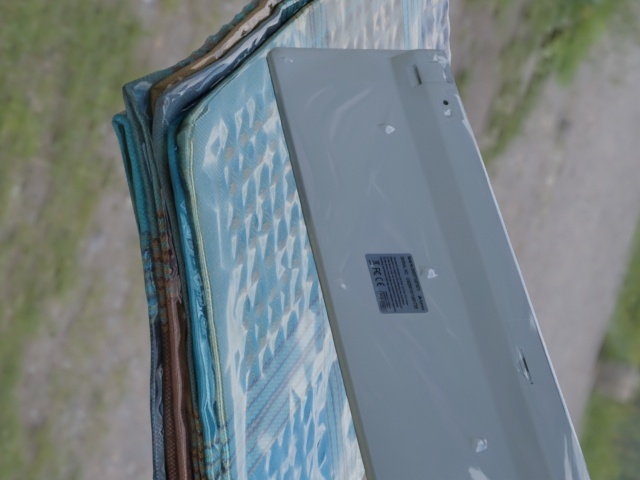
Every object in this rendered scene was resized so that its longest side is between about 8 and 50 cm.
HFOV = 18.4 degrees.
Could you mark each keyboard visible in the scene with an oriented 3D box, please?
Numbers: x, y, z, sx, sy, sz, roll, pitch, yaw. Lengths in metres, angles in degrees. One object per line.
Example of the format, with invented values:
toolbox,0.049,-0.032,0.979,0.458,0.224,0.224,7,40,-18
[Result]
keyboard,0.035,0.016,0.683,0.014,0.072,0.256,96,-14,-44

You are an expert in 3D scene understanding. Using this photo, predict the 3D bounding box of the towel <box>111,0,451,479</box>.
towel,0.000,0.000,0.924,0.370,0.040,0.271,-51,142,-60
